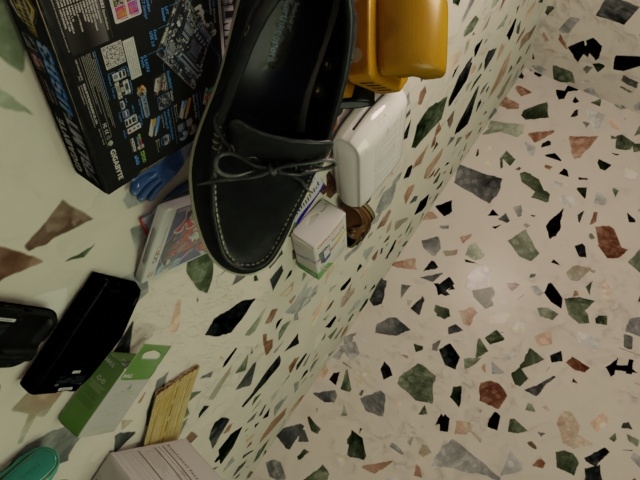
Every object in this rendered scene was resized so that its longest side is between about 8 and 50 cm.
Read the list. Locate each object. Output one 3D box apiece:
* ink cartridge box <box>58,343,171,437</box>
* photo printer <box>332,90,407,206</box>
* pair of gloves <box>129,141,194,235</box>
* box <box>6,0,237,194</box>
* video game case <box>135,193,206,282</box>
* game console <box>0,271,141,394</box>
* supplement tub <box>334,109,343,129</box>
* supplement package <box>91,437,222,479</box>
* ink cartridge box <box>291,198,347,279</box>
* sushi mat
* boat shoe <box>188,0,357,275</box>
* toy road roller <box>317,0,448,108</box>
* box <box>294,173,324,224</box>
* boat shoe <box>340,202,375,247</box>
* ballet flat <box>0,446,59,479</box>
[{"bbox_3d":[-0.403,0.280,0.949,0.209,0.062,0.109,-56,160,-6],"label":"ink cartridge box"},{"bbox_3d":[0.140,-0.270,1.346,0.256,0.107,0.307,-51,159,-20],"label":"photo printer"},{"bbox_3d":[-0.251,-0.092,0.816,0.159,0.023,0.198,-44,156,-32],"label":"pair of gloves"},{"bbox_3d":[-0.207,-0.249,0.608,0.293,0.073,0.296,-47,159,-33],"label":"box"},{"bbox_3d":[-0.241,-0.020,0.896,0.201,0.023,0.183,-31,158,-52],"label":"video game case"},{"bbox_3d":[-0.424,0.133,0.716,0.213,0.044,0.361,-58,161,-4],"label":"game console"},{"bbox_3d":[-0.037,-0.236,0.983,0.198,0.106,0.106,-47,158,-28],"label":"supplement tub"},{"bbox_3d":[-0.431,0.651,1.224,0.178,0.175,0.293,-56,153,0],"label":"supplement package"},{"bbox_3d":[0.000,0.000,1.443,0.154,0.093,0.212,-49,157,-21],"label":"ink cartridge box"},{"bbox_3d":[-0.413,0.481,1.289,0.151,0.019,0.317,-24,141,-55],"label":"sushi mat"},{"bbox_3d":[-0.073,-0.144,0.671,0.186,0.156,0.500,5,121,-25],"label":"boat shoe"},{"bbox_3d":[0.076,-0.351,0.809,0.329,0.240,0.203,-11,102,-59],"label":"toy road roller"},{"bbox_3d":[-0.065,-0.123,1.136,0.126,0.072,0.137,-56,161,-4],"label":"box"},{"bbox_3d":[0.113,-0.053,1.602,0.104,0.110,0.307,-55,160,-12],"label":"boat shoe"},{"bbox_3d":[-0.567,0.460,0.814,0.247,0.083,0.087,-34,164,-44],"label":"ballet flat"}]
